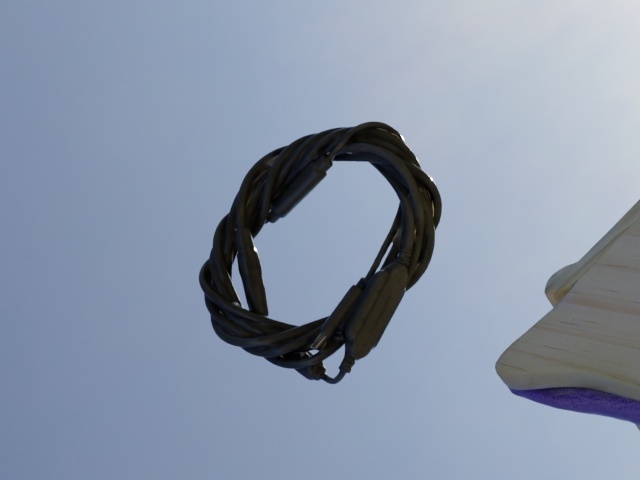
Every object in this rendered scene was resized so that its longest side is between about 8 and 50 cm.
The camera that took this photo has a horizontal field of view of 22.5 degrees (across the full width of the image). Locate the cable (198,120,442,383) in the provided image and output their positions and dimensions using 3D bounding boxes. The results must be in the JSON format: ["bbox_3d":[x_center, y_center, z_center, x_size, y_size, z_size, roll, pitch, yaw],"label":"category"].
[{"bbox_3d":[0.000,0.000,1.112,0.184,0.151,0.047,-64,-29,-5],"label":"cable"}]

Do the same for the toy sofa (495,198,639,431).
[{"bbox_3d":[0.260,0.077,0.765,0.177,0.362,0.150,-45,-69,-17],"label":"toy sofa"}]
